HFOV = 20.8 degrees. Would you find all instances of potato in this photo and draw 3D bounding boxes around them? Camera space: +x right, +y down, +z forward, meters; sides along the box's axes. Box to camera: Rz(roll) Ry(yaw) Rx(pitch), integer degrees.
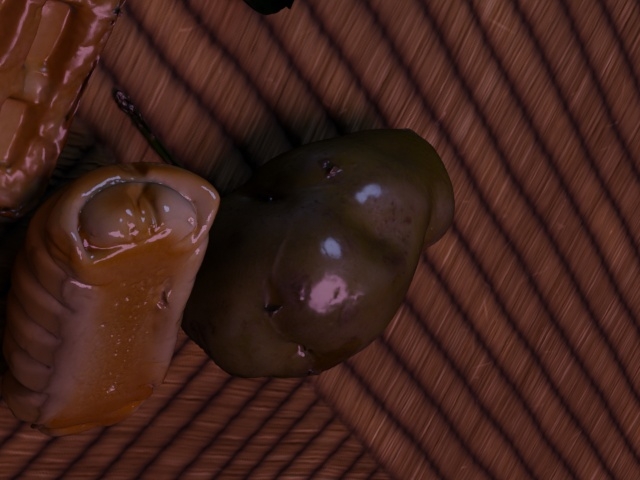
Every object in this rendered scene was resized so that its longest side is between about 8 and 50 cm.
[{"bbox_3d":[0.003,0.002,1.744,0.202,0.218,0.351,55,49,-15],"label":"potato"}]

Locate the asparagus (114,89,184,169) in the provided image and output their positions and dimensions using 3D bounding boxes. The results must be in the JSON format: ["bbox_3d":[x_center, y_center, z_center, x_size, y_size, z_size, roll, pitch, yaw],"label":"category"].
[{"bbox_3d":[-0.157,-0.094,1.665,0.013,0.016,0.166,-20,144,13],"label":"asparagus"}]

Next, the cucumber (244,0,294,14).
[{"bbox_3d":[-0.073,-0.291,1.559,0.069,0.069,0.227,-41,136,-15],"label":"cucumber"}]

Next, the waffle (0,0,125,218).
[{"bbox_3d":[-0.318,-0.170,1.391,0.348,0.077,0.304,10,112,-49],"label":"waffle"}]

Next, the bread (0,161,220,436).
[{"bbox_3d":[-0.211,0.056,1.616,0.173,0.121,0.311,-13,142,-34],"label":"bread"}]
